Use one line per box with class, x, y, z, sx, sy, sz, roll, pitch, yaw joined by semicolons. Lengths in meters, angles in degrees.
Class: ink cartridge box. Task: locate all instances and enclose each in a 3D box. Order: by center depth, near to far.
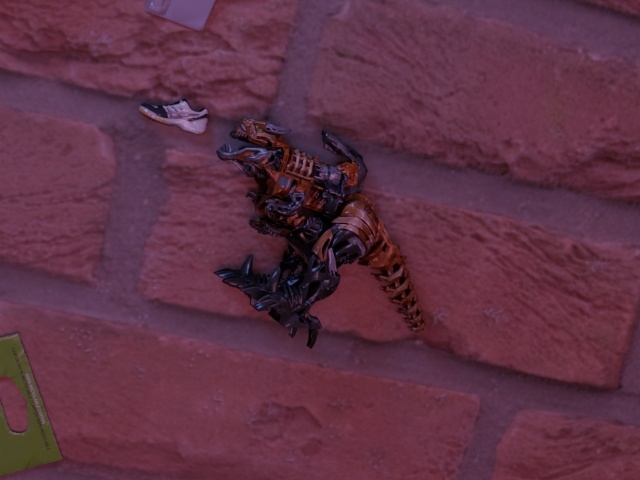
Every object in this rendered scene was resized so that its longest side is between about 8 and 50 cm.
ink cartridge box;-0.463;0.239;2.018;0.255;0.097;0.189;-16;109;-1

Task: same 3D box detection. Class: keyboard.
keyboard;-0.121;-0.348;1.872;0.072;0.014;0.256;16;125;-17

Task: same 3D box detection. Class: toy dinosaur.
toy dinosaur;0.000;0.000;1.977;0.322;0.164;0.218;39;83;5

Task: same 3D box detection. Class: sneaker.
sneaker;-0.172;-0.151;1.965;0.083;0.032;0.037;16;91;-17
